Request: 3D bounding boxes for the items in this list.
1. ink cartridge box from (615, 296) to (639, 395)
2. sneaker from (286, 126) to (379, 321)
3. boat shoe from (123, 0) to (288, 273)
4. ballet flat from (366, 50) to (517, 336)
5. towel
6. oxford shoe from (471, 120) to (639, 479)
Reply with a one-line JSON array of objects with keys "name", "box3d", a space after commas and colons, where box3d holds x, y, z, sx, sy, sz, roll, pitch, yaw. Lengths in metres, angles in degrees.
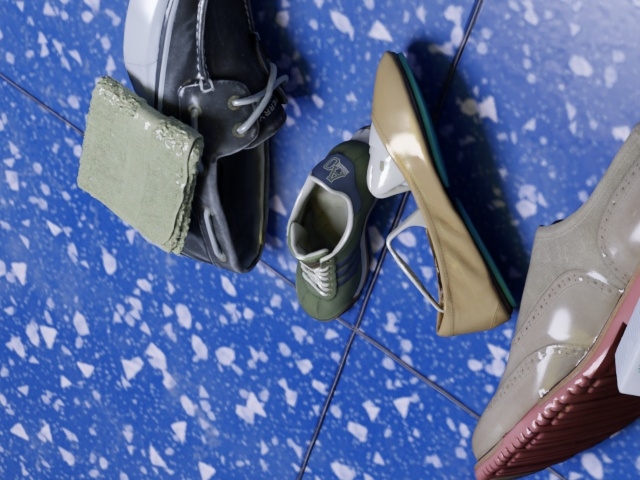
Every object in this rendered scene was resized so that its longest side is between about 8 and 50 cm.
[{"name": "ink cartridge box", "box3d": [0.328, 0.027, 1.187, 0.223, 0.045, 0.224, 12, 129, -9]}, {"name": "sneaker", "box3d": [0.000, 0.000, 1.490, 0.064, 0.086, 0.192, 34, 131, 20]}, {"name": "boat shoe", "box3d": [-0.078, -0.116, 1.486, 0.119, 0.121, 0.335, 22, 137, 20]}, {"name": "ballet flat", "box3d": [0.076, -0.029, 1.409, 0.073, 0.080, 0.232, -24, 100, 5]}, {"name": "towel", "box3d": [-0.144, -0.060, 1.477, 0.110, 0.027, 0.148, 34, 144, 14]}, {"name": "oxford shoe", "box3d": [0.200, 0.053, 1.360, 0.130, 0.123, 0.348, 60, 136, 27]}]
